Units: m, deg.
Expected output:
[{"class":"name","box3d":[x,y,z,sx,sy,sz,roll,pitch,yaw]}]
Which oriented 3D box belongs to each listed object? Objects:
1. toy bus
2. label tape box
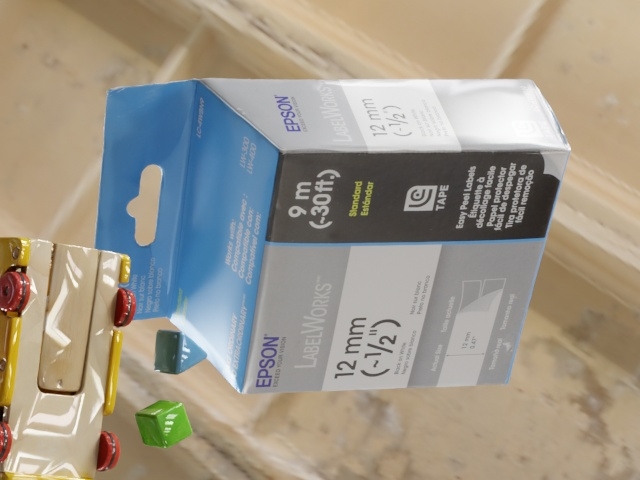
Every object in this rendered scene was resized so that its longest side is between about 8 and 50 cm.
[{"class":"toy bus","box3d":[-0.199,0.092,1.231,0.104,0.191,0.202,0,-144,50]},{"class":"label tape box","box3d":[0.000,0.000,1.438,0.115,0.348,0.249,-111,-155,-48]}]
